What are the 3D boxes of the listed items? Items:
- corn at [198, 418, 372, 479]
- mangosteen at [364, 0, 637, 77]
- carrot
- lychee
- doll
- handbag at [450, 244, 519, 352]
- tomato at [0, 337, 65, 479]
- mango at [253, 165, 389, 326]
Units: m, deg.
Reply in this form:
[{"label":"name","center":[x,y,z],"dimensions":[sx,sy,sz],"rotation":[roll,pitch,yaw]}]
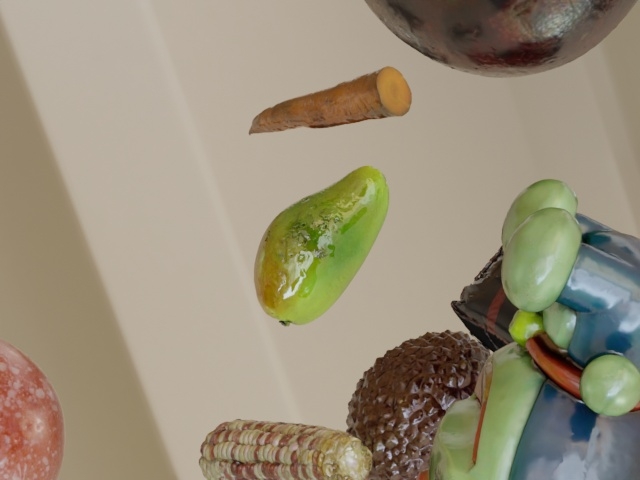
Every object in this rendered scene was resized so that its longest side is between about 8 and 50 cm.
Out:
[{"label":"corn","center":[-0.034,0.205,1.485],"dimensions":[0.079,0.079,0.237],"rotation":[-26,-173,-33]},{"label":"mangosteen","center":[0.150,-0.313,1.426],"dimensions":[0.306,0.306,0.359],"rotation":[-13,158,33]},{"label":"carrot","center":[-0.001,-0.151,1.787],"dimensions":[0.224,0.057,0.057],"rotation":[-8,-165,40]},{"label":"lychee","center":[0.125,0.189,1.710],"dimensions":[0.188,0.188,0.188],"rotation":[-19,-170,3]},{"label":"doll","center":[0.177,0.132,1.124],"dimensions":[0.186,0.322,0.198],"rotation":[16,-156,2]},{"label":"handbag","center":[0.260,0.069,1.546],"dimensions":[0.215,0.155,0.169],"rotation":[34,-99,36]},{"label":"tomato","center":[-0.429,0.242,1.903],"dimensions":[0.227,0.270,0.270],"rotation":[10,167,-43]},{"label":"mango","center":[0.000,0.000,1.979],"dimensions":[0.111,0.125,0.233],"rotation":[24,-104,47]}]
